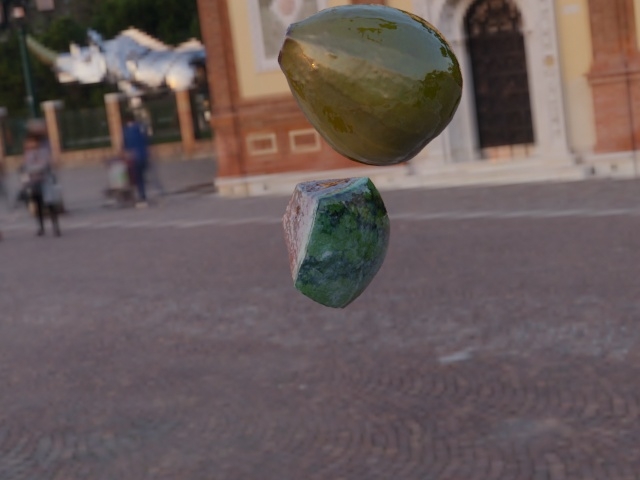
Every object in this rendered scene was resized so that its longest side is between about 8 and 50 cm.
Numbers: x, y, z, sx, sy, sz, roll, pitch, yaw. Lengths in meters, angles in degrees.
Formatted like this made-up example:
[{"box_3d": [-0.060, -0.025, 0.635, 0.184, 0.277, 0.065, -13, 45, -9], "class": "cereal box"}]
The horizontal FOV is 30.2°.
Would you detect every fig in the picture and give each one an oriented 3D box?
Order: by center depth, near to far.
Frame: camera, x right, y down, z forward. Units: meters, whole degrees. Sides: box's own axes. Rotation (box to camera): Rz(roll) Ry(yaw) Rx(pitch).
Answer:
[{"box_3d": [0.020, -0.076, 0.548, 0.088, 0.074, 0.074, 24, -4, -20], "class": "fig"}]

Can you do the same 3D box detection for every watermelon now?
[{"box_3d": [0.004, 0.004, 0.812, 0.072, 0.085, 0.092, -5, 33, 50], "class": "watermelon"}]
